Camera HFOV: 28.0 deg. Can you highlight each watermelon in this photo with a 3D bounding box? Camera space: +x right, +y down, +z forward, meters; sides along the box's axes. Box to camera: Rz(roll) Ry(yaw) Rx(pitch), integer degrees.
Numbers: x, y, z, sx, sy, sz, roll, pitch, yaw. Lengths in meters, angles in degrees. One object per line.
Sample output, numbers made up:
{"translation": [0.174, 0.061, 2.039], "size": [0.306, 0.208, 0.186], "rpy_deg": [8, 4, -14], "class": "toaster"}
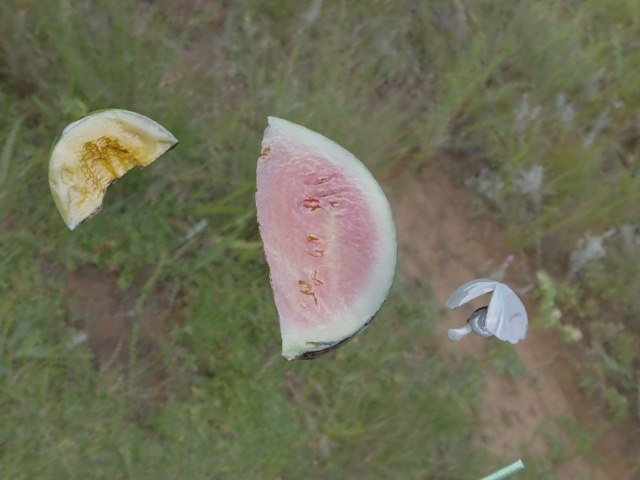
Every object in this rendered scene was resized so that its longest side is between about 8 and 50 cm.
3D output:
{"translation": [0.001, -0.003, 1.093], "size": [0.119, 0.063, 0.245], "rpy_deg": [12, 56, -26], "class": "watermelon"}

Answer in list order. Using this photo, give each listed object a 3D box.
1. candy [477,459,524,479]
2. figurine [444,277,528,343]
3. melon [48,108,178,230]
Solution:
{"translation": [0.096, 0.313, 1.425], "size": [0.078, 0.288, 0.084], "rpy_deg": [50, 16, -58], "class": "candy"}
{"translation": [0.198, 0.085, 1.535], "size": [0.094, 0.086, 0.082], "rpy_deg": [-18, 92, -47], "class": "figurine"}
{"translation": [-0.255, -0.103, 1.467], "size": [0.079, 0.160, 0.128], "rpy_deg": [44, -10, 45], "class": "melon"}
